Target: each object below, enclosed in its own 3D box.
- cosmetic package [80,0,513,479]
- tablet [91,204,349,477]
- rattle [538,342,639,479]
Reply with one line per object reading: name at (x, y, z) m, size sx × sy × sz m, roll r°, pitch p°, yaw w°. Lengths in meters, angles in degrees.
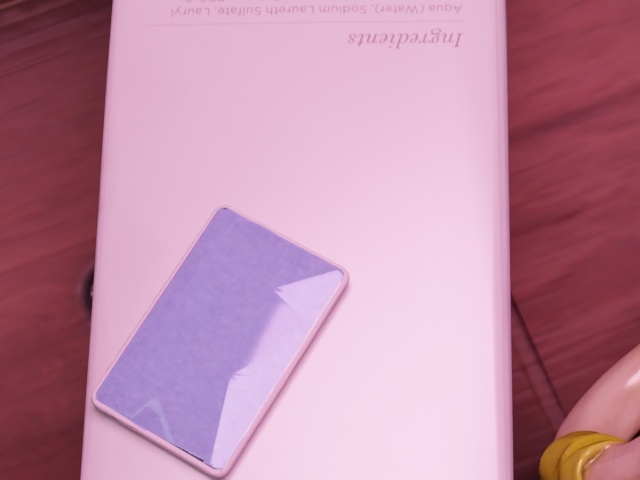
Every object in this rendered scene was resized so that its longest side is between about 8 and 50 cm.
cosmetic package at (0.000, 0.000, 0.714) m, size 0.156 × 0.217 × 0.385 m, roll 1°, pitch 67°, yaw 5°
tablet at (-0.033, 0.032, 0.587) m, size 0.054 × 0.006 × 0.083 m, roll 28°, pitch 73°, yaw 15°
rattle at (0.197, 0.076, 0.754) m, size 0.143 × 0.130 × 0.200 m, roll 41°, pitch 49°, yaw 5°
